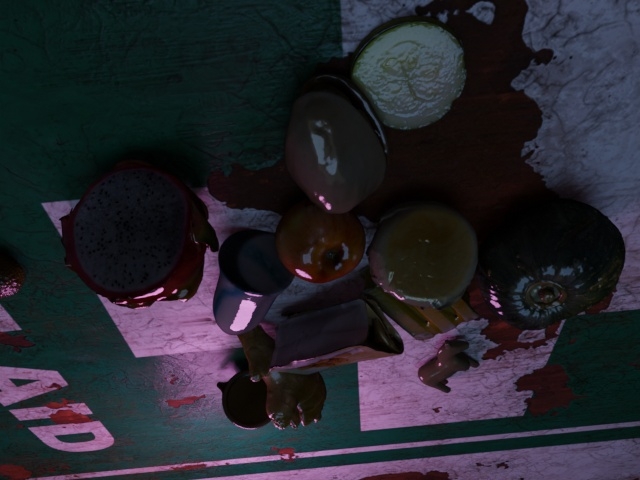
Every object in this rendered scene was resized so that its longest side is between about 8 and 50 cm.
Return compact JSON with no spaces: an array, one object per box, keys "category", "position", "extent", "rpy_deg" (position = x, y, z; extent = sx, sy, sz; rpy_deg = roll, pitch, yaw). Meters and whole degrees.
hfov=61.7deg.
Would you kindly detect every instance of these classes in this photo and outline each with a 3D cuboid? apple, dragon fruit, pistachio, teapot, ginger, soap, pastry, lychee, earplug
[{"category":"apple","position":[0.000,0.000,1.208],"extent":[0.210,0.164,0.209],"rpy_deg":[-9,126,-13]},{"category":"dragon fruit","position":[-0.357,0.000,1.132],"extent":[0.306,0.305,0.226],"rpy_deg":[-12,164,7]},{"category":"pistachio","position":[0.031,-0.173,1.036],"extent":[0.198,0.166,0.287],"rpy_deg":[-1,137,11]},{"category":"teapot","position":[-0.212,0.514,1.734],"extent":[0.268,0.185,0.175],"rpy_deg":[23,166,-2]},{"category":"ginger","position":[-0.130,0.414,1.575],"extent":[0.376,0.236,0.166],"rpy_deg":[34,156,-20]},{"category":"soap","position":[0.270,0.146,1.453],"extent":[0.199,0.091,0.315],"rpy_deg":[-30,132,25]},{"category":"pastry","position":[0.231,0.033,1.229],"extent":[0.265,0.264,0.133],"rpy_deg":[-1,180,-4]},{"category":"lychee","position":[-0.773,0.084,1.277],"extent":[0.114,0.114,0.146],"rpy_deg":[-7,156,2]},{"category":"earplug","position":[-0.198,0.141,1.355],"extent":[0.185,0.184,0.324],"rpy_deg":[11,139,-17]}]

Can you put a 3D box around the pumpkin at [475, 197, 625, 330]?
[{"category":"pumpkin","position":[0.540,0.058,1.264],"extent":[0.328,0.257,0.291],"rpy_deg":[-21,122,26]}]

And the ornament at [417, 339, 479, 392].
[{"category":"ornament","position":[0.421,0.406,1.757],"extent":[0.245,0.061,0.230],"rpy_deg":[30,125,-35]}]

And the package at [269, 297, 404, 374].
[{"category":"package","position":[0.033,0.254,1.455],"extent":[0.311,0.164,0.221],"rpy_deg":[-21,154,33]}]

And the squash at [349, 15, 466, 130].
[{"category":"squash","position":[0.163,-0.312,1.005],"extent":[0.220,0.041,0.219],"rpy_deg":[-1,132,-1]}]
